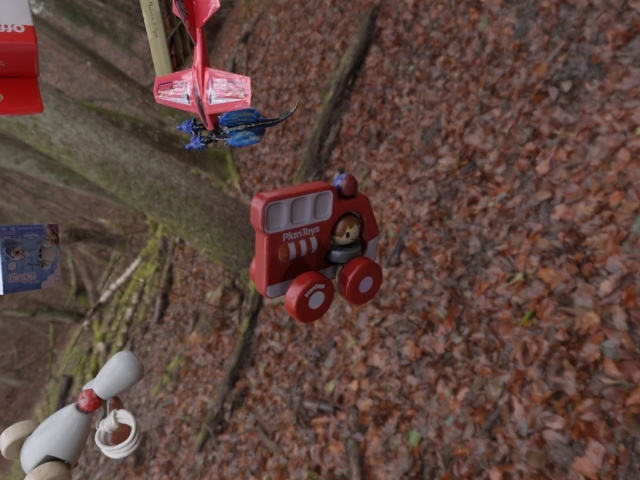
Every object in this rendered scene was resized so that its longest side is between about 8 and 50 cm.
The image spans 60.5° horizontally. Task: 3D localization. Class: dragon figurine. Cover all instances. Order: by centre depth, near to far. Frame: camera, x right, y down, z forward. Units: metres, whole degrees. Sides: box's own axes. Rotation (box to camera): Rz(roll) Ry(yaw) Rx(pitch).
[{"bbox_3d":[-0.187,-0.269,1.304,0.144,0.290,0.085,-90,-9,-74],"label":"dragon figurine"}]

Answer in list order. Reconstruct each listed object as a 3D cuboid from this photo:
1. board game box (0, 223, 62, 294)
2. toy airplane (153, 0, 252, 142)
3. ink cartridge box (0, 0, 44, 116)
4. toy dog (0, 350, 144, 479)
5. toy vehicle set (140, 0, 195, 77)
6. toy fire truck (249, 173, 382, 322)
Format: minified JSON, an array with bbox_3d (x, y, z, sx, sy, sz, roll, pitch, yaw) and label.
[{"bbox_3d":[-0.397,0.023,0.745,0.090,0.020,0.089,-9,-83,-64],"label":"board game box"},{"bbox_3d":[-0.113,-0.164,0.510,0.028,0.151,0.151,-32,-6,-40],"label":"toy airplane"},{"bbox_3d":[-0.392,-0.256,0.601,0.078,0.134,0.230,-30,74,60],"label":"ink cartridge box"},{"bbox_3d":[-0.475,0.382,1.124,0.334,0.161,0.220,-26,61,6],"label":"toy dog"},{"bbox_3d":[-0.301,-0.469,1.082,0.266,0.035,0.165,91,-172,-46],"label":"toy vehicle set"},{"bbox_3d":[0.000,0.000,1.092,0.169,0.302,0.253,35,130,44],"label":"toy fire truck"}]
